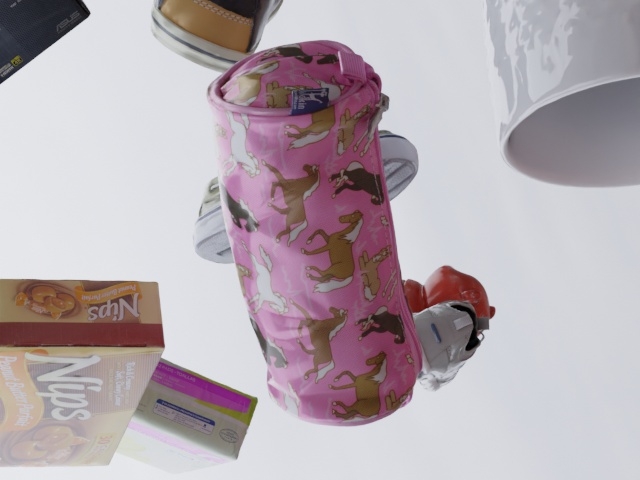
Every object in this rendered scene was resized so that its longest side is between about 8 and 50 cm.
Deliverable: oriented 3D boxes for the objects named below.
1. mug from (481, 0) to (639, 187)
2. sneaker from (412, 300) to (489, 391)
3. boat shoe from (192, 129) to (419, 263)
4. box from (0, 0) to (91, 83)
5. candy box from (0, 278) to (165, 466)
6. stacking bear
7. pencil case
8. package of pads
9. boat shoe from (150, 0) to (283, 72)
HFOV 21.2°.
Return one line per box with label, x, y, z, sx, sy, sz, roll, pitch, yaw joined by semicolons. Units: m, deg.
mug;0.342;-0.261;1.692;0.276;0.374;0.328;54;-150;-66
sneaker;0.165;0.129;2.159;0.281;0.115;0.105;-2;-109;-79
boat shoe;-0.027;-0.066;1.873;0.109;0.302;0.094;26;-129;-47
box;-0.437;-0.288;2.181;0.183;0.232;0.059;52;-179;-45
candy box;-0.297;0.154;1.908;0.183;0.316;0.087;1;-121;-19
stacking bear;0.114;0.121;2.565;0.175;0.289;0.164;48;-149;-54
pencil case;0.000;0.000;1.719;0.160;0.167;0.386;-29;-57;-33
package of pads;-0.236;0.238;2.388;0.229;0.296;0.101;25;-110;-18
boat shoe;-0.115;-0.365;2.173;0.187;0.156;0.500;23;-158;-9
